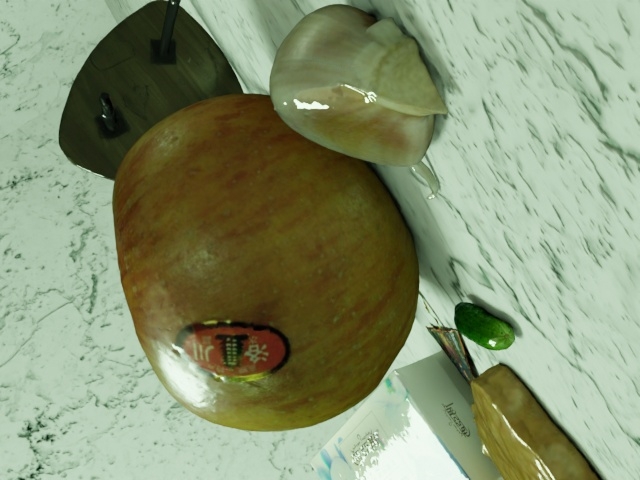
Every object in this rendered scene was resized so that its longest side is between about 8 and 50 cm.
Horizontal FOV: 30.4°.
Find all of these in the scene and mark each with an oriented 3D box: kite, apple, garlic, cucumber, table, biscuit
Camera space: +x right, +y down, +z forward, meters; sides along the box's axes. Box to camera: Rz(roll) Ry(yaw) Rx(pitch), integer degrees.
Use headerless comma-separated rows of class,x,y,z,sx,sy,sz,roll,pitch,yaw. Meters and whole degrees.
kite,0.169,0.134,1.544,0.159,0.010,0.190,59,172,-2
apple,-0.058,0.026,1.399,0.400,0.333,0.400,-15,-90,-90
garlic,0.034,-0.114,1.005,0.266,0.128,0.148,38,-151,-75
cucumber,0.166,0.090,1.215,0.037,0.037,0.155,58,174,-14
table,-0.231,-0.225,1.744,0.317,0.317,0.249,57,159,-1
biscuit,0.292,0.333,1.356,0.385,0.062,0.365,54,173,25

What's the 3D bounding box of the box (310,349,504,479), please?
box,0.132,0.317,1.671,0.203,0.116,0.274,56,136,19
